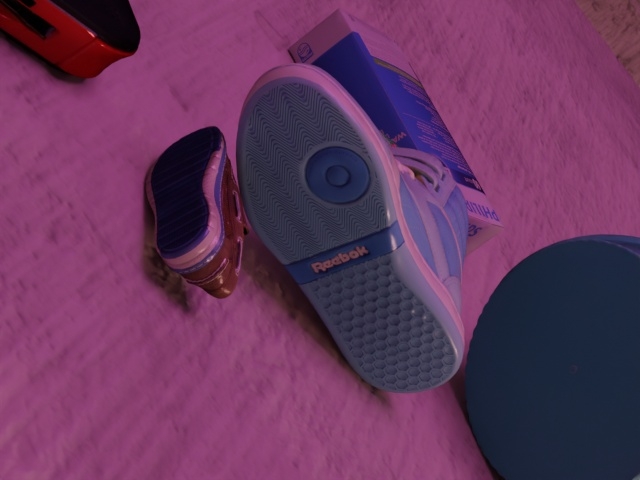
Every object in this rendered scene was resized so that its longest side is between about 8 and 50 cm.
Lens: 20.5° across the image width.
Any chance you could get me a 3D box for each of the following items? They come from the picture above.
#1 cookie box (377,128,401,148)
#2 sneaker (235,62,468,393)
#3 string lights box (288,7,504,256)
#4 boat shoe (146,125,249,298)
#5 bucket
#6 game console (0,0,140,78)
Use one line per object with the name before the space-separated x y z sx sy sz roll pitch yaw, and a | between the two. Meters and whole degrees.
cookie box | 0.029 -0.060 1.627 0.107 0.092 0.040 37 23 -40
sneaker | 0.031 -0.048 1.475 0.208 0.127 0.319 -78 149 -52
string lights box | 0.079 -0.107 1.845 0.133 0.077 0.259 19 39 -58
boat shoe | -0.090 -0.019 1.340 0.066 0.066 0.183 57 18 -30
bucket | 0.279 0.130 1.627 0.183 0.281 0.281 17 40 -47
game console | -0.300 -0.314 1.348 0.386 0.060 0.342 36 27 -43
